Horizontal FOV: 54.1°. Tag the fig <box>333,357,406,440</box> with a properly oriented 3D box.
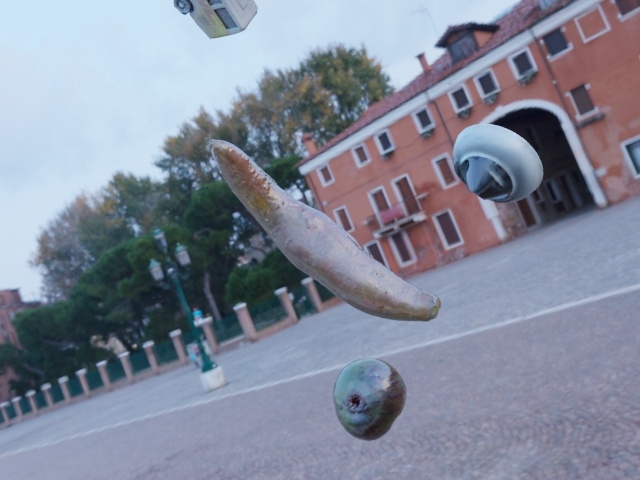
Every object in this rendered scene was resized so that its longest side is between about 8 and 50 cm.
[{"bbox_3d":[0.118,0.302,1.207,0.149,0.149,0.245,-23,-20,22],"label":"fig"}]

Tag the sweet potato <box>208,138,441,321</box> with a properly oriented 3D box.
[{"bbox_3d":[-0.004,0.001,0.584,0.058,0.255,0.078,-50,-2,-16],"label":"sweet potato"}]

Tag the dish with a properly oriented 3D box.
[{"bbox_3d":[0.245,-0.093,0.925,0.078,0.141,0.141,-51,9,-24],"label":"dish"}]

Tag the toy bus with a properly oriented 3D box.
[{"bbox_3d":[-0.260,-0.552,1.211,0.138,0.342,0.097,6,56,36],"label":"toy bus"}]
